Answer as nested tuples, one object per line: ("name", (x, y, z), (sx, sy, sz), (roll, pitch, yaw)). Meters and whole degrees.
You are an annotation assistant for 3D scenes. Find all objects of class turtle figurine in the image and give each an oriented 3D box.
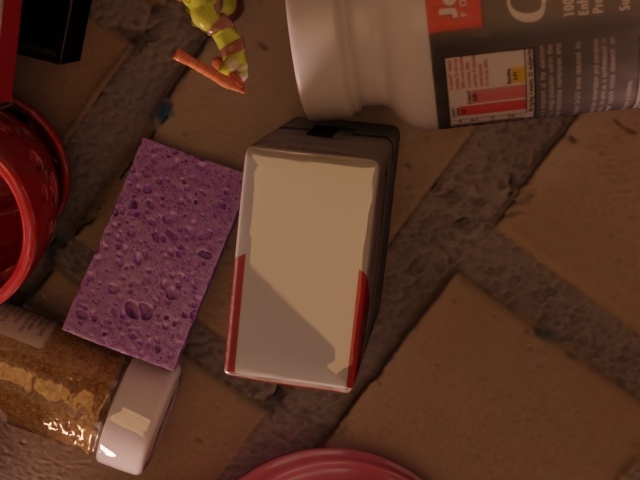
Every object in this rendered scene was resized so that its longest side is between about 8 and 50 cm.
("turtle figurine", (-0.131, -0.253, 1.186), (0.087, 0.217, 0.269), (-40, 95, 10))

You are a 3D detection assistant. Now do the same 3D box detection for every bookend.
("bookend", (-0.299, -0.264, 1.271), (0.156, 0.072, 0.157), (15, 101, 2))

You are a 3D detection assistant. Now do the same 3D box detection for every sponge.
("sponge", (-0.158, 0.012, 1.296), (0.117, 0.031, 0.210), (21, 79, 1))

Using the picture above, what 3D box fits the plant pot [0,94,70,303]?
("plant pot", (-0.335, -0.045, 1.254), (0.191, 0.174, 0.191), (3, 112, 8))

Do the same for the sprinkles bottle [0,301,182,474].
("sprinkles bottle", (-0.322, 0.120, 1.323), (0.355, 0.121, 0.121), (20, 102, 1))

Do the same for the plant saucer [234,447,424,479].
("plant saucer", (0.018, 0.367, 1.284), (0.332, 0.084, 0.332), (4, 75, -16))

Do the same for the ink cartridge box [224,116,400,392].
("ink cartridge box", (0.000, 0.000, 1.200), (0.114, 0.273, 0.197), (8, 101, 6))

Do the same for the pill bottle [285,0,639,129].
("pill bottle", (0.158, -0.209, 1.178), (0.363, 0.210, 0.210), (-6, 100, 5))

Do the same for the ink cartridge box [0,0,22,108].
("ink cartridge box", (-0.338, -0.269, 1.132), (0.272, 0.130, 0.309), (20, 112, 21))
